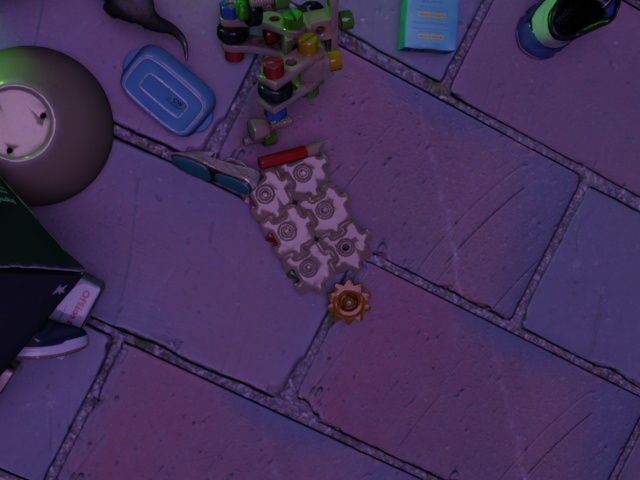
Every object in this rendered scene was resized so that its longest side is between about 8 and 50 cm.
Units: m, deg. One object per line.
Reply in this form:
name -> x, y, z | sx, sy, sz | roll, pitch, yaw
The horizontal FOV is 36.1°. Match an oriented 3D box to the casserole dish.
casserole dish -> -0.274, -0.261, 1.745 | 0.188, 0.037, 0.114 | 40, 113, -11

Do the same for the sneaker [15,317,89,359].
sneaker -> -0.530, 0.114, 1.640 | 0.282, 0.099, 0.153 | 2, 95, -5

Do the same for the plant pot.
plant pot -> -0.500, -0.196, 1.661 | 0.284, 0.191, 0.284 | -1, 94, -8

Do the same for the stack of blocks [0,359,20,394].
stack of blocks -> -0.686, 0.303, 1.727 | 0.171, 0.087, 0.297 | 34, 89, -10

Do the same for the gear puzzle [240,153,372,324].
gear puzzle -> 0.000, 0.000, 1.822 | 0.175, 0.044, 0.339 | -30, 97, 2

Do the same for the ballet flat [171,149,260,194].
ballet flat -> -0.187, -0.132, 1.777 | 0.168, 0.057, 0.052 | 23, 59, 8

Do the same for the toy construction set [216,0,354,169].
toy construction set -> -0.028, -0.300, 1.718 | 0.237, 0.257, 0.309 | -15, 111, -20

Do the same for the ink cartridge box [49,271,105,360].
ink cartridge box -> -0.508, 0.097, 1.736 | 0.208, 0.087, 0.153 | 28, 91, -9

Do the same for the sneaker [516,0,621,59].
sneaker -> 0.511, -0.458, 1.786 | 0.127, 0.182, 0.315 | 44, 88, -11

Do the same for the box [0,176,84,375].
box -> -0.704, 0.055, 1.469 | 0.472, 0.297, 0.480 | 44, 102, 16

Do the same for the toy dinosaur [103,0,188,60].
toy dinosaur -> -0.342, -0.428, 1.679 | 0.121, 0.160, 0.313 | -29, 97, -4

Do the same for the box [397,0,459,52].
box -> 0.203, -0.470, 1.803 | 0.100, 0.060, 0.244 | 2, 95, -8
